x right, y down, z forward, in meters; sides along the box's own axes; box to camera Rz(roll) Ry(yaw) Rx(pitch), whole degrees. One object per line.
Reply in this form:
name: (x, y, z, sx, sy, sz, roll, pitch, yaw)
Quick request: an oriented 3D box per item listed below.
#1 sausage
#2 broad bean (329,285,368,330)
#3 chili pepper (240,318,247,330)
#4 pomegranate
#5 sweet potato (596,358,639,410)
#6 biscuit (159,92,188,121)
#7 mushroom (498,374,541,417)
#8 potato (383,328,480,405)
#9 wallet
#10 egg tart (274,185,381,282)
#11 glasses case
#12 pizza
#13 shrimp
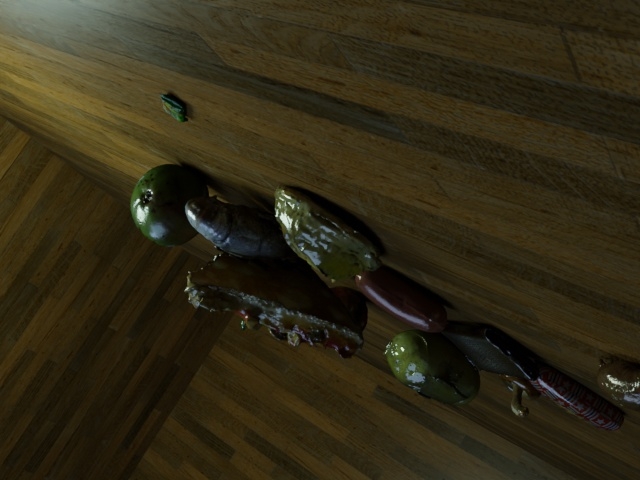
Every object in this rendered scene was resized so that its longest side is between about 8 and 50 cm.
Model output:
sausage: (0.150, 0.109, 1.520, 0.194, 0.077, 0.077, 30, 170, 11)
broad bean: (0.036, 0.189, 2.034, 0.122, 0.156, 0.228, 39, 163, -16)
chili pepper: (-0.150, 0.135, 2.134, 0.059, 0.227, 0.088, 27, 174, 26)
pomegranate: (-0.306, -0.074, 1.802, 0.181, 0.181, 0.224, 25, -171, 37)
sweet potato: (0.437, 0.201, 1.100, 0.068, 0.068, 0.226, 35, 169, -15)
biscuit: (-0.232, -0.209, 1.295, 0.046, 0.016, 0.089, 33, 170, -4)
mushroom: (0.408, 0.302, 1.639, 0.088, 0.073, 0.129, 54, -165, -29)
potato: (0.265, 0.296, 1.881, 0.248, 0.143, 0.169, 37, 176, -27)
wallet: (0.318, 0.207, 1.568, 0.133, 0.039, 0.243, 43, 168, -6)
egg tart: (0.000, 0.000, 1.405, 0.232, 0.098, 0.252, 38, 173, -10)
glasses case: (0.467, 0.293, 1.504, 0.194, 0.049, 0.073, 32, 170, 1)
pizza: (-0.143, 0.110, 1.738, 0.406, 0.130, 0.440, 6, -151, -44)
shrimp: (-0.131, -0.006, 1.682, 0.343, 0.116, 0.145, 25, 174, -35)
